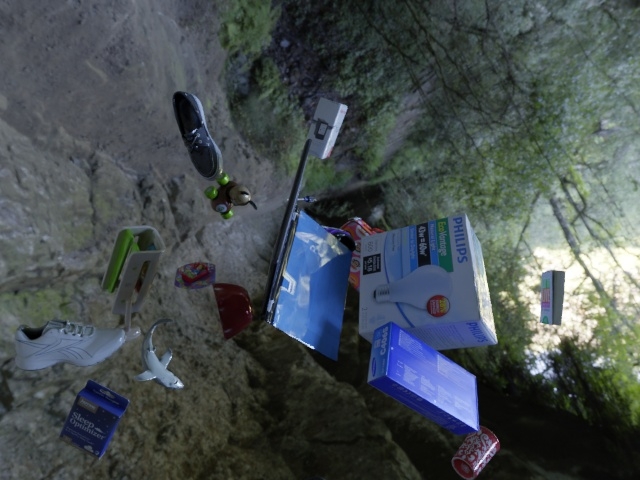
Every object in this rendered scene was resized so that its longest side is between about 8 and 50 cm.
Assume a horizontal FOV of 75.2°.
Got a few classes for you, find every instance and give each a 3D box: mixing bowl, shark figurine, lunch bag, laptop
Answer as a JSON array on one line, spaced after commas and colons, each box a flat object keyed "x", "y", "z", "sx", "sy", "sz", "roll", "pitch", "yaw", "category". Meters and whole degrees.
[{"x": -0.260, "y": 0.203, "z": 1.253, "sx": 0.098, "sy": 0.182, "sz": 0.181, "roll": -12, "pitch": 173, "yaw": -16, "category": "mixing bowl"}, {"x": -0.605, "y": 0.410, "z": 1.483, "sx": 0.166, "sy": 0.279, "sz": 0.116, "roll": 1, "pitch": 151, "yaw": -43, "category": "shark figurine"}, {"x": 0.179, "y": 0.054, "z": 1.721, "sx": 0.258, "sy": 0.293, "sz": 0.120, "roll": -45, "pitch": 179, "yaw": 14, "category": "lunch bag"}, {"x": 0.004, "y": 0.039, "z": 1.071, "sx": 0.236, "sy": 0.382, "sz": 0.408, "roll": 14, "pitch": 142, "yaw": -4, "category": "laptop"}]

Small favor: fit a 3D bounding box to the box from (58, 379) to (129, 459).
[{"x": -0.653, "y": 0.516, "z": 1.194, "sx": 0.225, "sy": 0.136, "sz": 0.036, "roll": -60, "pitch": -177, "yaw": 17, "category": "box"}]

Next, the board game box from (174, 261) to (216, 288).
[{"x": -0.425, "y": 0.104, "z": 1.408, "sx": 0.133, "sy": 0.033, "sz": 0.169, "roll": -4, "pitch": -152, "yaw": -11, "category": "board game box"}]

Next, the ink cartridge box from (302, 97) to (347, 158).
[{"x": 0.014, "y": -0.308, "z": 1.143, "sx": 0.109, "sy": 0.063, "sz": 0.151, "roll": -48, "pitch": 160, "yaw": -71, "category": "ink cartridge box"}]

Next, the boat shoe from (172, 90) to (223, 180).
[{"x": -0.306, "y": -0.258, "z": 1.016, "sx": 0.080, "sy": 0.229, "sz": 0.076, "roll": -15, "pitch": 178, "yaw": 13, "category": "boat shoe"}]

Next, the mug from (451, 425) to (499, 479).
[{"x": 0.569, "y": 0.791, "z": 1.513, "sx": 0.169, "sy": 0.151, "sz": 0.113, "roll": -25, "pitch": 177, "yaw": -39, "category": "mug"}]

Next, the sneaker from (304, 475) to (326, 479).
[{"x": -0.040, "y": 0.513, "z": 0.773, "sx": 0.170, "sy": 0.051, "sz": 0.089, "roll": -44, "pitch": 138, "yaw": -8, "category": "sneaker"}]

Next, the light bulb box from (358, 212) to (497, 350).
[{"x": 0.333, "y": 0.150, "z": 1.333, "sx": 0.360, "sy": 0.358, "sz": 0.225, "roll": -14, "pitch": 144, "yaw": 27, "category": "light bulb box"}]

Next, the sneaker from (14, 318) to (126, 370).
[{"x": -0.718, "y": 0.287, "z": 1.188, "sx": 0.296, "sy": 0.130, "sz": 0.111, "roll": -6, "pitch": -154, "yaw": -14, "category": "sneaker"}]

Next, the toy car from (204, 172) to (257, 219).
[{"x": -0.341, "y": -0.168, "z": 1.679, "sx": 0.188, "sy": 0.155, "sz": 0.149, "roll": 14, "pitch": -120, "yaw": 33, "category": "toy car"}]

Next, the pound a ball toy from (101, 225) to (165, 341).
[{"x": -0.576, "y": 0.140, "z": 1.316, "sx": 0.135, "sy": 0.208, "sz": 0.319, "roll": -3, "pitch": 133, "yaw": -46, "category": "pound a ball toy"}]

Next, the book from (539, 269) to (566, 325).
[{"x": 0.627, "y": 0.156, "z": 1.130, "sx": 0.035, "sy": 0.145, "sz": 0.096, "roll": 5, "pitch": 172, "yaw": 9, "category": "book"}]

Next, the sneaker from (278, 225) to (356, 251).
[{"x": 0.000, "y": -0.001, "z": 1.473, "sx": 0.292, "sy": 0.102, "sz": 0.146, "roll": 2, "pitch": -166, "yaw": -25, "category": "sneaker"}]

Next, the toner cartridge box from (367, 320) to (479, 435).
[{"x": 0.288, "y": 0.382, "z": 1.140, "sx": 0.075, "sy": 0.347, "sz": 0.165, "roll": -39, "pitch": -156, "yaw": 39, "category": "toner cartridge box"}]

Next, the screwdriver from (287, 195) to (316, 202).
[{"x": -0.058, "y": -0.132, "z": 1.324, "sx": 0.025, "sy": 0.024, "sz": 0.169, "roll": -21, "pitch": 176, "yaw": 24, "category": "screwdriver"}]
